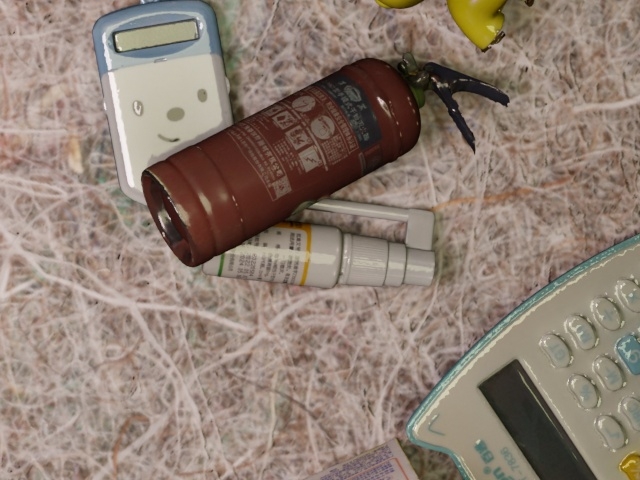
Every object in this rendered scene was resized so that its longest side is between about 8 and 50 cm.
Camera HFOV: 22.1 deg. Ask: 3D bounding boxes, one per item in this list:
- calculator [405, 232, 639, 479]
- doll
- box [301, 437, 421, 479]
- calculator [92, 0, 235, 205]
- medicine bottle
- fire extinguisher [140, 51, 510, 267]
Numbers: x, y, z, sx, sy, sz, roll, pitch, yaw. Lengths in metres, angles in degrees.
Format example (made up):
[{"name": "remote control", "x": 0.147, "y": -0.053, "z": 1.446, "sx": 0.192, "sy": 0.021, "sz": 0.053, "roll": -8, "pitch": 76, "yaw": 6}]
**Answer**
[{"name": "calculator", "x": 0.288, "y": 0.148, "z": 1.615, "sx": 0.386, "sy": 0.054, "sz": 0.256, "roll": -35, "pitch": 98, "yaw": -2}, {"name": "doll", "x": 0.091, "y": -0.268, "z": 1.510, "sx": 0.221, "sy": 0.143, "sz": 0.135, "roll": 30, "pitch": 127, "yaw": -9}, {"name": "box", "x": -0.016, "y": 0.300, "z": 1.547, "sx": 0.265, "sy": 0.168, "sz": 0.097, "roll": -24, "pitch": 101, "yaw": -4}, {"name": "calculator", "x": -0.145, "y": -0.133, "z": 1.546, "sx": 0.121, "sy": 0.039, "sz": 0.210, "roll": -9, "pitch": 97, "yaw": -6}, {"name": "medicine bottle", "x": 0.000, "y": 0.000, "z": 1.569, "sx": 0.220, "sy": 0.061, "sz": 0.092, "roll": 7, "pitch": 77, "yaw": -7}, {"name": "fire extinguisher", "x": 0.015, "y": -0.083, "z": 1.512, "sx": 0.344, "sy": 0.102, "sz": 0.138, "roll": -28, "pitch": 67, "yaw": -17}]
